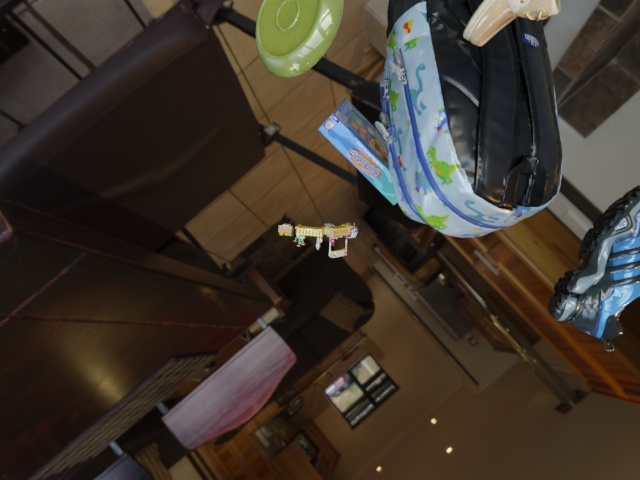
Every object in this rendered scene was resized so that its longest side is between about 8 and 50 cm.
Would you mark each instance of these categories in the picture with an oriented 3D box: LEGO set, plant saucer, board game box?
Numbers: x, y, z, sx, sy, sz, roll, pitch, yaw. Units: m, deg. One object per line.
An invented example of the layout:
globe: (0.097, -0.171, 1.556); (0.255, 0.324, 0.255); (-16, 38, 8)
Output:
LEGO set: (0.000, 0.000, 1.674); (0.287, 0.107, 0.132); (-3, -166, -21)
plant saucer: (-0.058, -0.463, 1.007); (0.037, 0.241, 0.241); (9, 131, -51)
board game box: (0.099, -0.185, 0.988); (0.047, 0.210, 0.160); (-42, -169, 27)

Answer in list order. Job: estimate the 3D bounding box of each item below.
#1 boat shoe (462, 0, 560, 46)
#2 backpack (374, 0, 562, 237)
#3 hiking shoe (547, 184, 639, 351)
boat shoe: (0.220, -0.251, 0.486); (0.063, 0.059, 0.170); (-35, 177, -44)
backpack: (0.230, -0.183, 0.744); (0.290, 0.356, 0.273); (2, 152, -31)
hiking shoe: (0.547, 0.039, 0.885); (0.304, 0.132, 0.113); (-59, 170, 5)
